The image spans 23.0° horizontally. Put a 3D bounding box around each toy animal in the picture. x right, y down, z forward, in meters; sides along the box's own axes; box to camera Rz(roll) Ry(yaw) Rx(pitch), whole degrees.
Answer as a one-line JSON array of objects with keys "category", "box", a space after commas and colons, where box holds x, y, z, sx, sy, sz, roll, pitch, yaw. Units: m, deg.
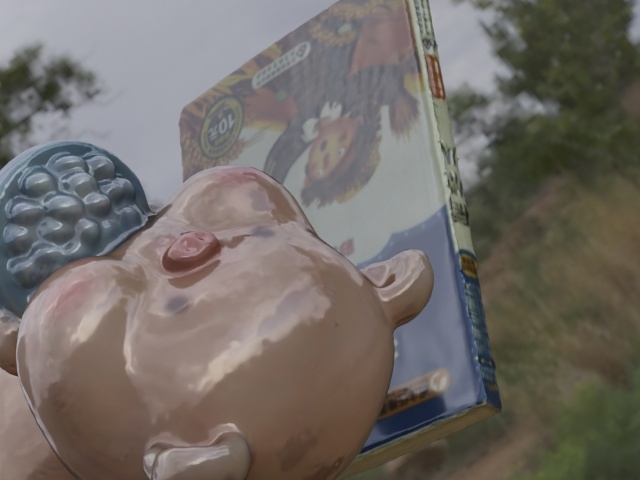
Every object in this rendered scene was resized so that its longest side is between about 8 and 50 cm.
[{"category": "toy animal", "box": [-0.087, 0.080, 0.848, 0.210, 0.229, 0.221, -46, -22, -44]}]

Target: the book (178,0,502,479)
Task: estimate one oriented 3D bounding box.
[{"category": "book", "box": [0.000, 0.000, 1.356, 0.300, 0.428, 0.039, -29, -36, 33]}]
